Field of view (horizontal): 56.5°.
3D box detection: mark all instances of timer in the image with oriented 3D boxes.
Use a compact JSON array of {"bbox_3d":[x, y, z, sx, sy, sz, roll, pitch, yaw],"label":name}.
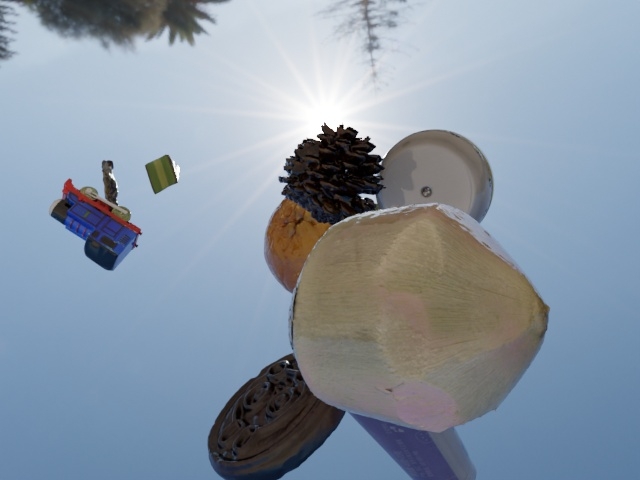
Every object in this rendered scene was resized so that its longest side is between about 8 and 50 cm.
[{"bbox_3d":[0.276,-0.131,1.385,0.286,0.285,0.285,-7,-143,5],"label":"timer"}]

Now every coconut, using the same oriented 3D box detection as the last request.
[{"bbox_3d":[0.076,0.057,0.434,0.183,0.170,0.171,-1,-145,38],"label":"coconut"}]

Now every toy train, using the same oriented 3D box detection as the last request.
[{"bbox_3d":[-0.512,-0.038,1.347,0.204,0.082,0.131,33,-129,-4],"label":"toy train"}]

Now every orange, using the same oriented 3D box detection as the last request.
[{"bbox_3d":[0.000,0.000,1.648,0.341,0.293,0.340,-16,-123,25],"label":"orange"}]

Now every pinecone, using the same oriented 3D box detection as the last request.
[{"bbox_3d":[0.033,-0.131,1.194,0.222,0.221,0.221,-7,-143,5],"label":"pinecone"}]

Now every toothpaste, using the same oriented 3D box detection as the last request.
[{"bbox_3d":[0.105,0.219,0.708,0.125,0.371,0.079,-14,-134,23],"label":"toothpaste"}]

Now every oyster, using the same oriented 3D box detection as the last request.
[{"bbox_3d":[-0.518,-0.136,1.470,0.029,0.132,0.086,-10,-130,-25],"label":"oyster"}]

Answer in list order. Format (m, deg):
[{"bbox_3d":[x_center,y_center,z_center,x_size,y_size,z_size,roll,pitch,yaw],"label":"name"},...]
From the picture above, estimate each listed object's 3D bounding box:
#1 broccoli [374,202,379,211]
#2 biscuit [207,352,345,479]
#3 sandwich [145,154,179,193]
[{"bbox_3d":[0.103,0.012,1.891,0.302,0.254,0.186,-41,173,13],"label":"broccoli"},{"bbox_3d":[-0.111,0.423,1.487,0.408,0.091,0.407,-30,-160,12],"label":"biscuit"},{"bbox_3d":[-0.401,-0.155,1.559,0.074,0.074,0.116,-27,-124,-1],"label":"sandwich"}]
